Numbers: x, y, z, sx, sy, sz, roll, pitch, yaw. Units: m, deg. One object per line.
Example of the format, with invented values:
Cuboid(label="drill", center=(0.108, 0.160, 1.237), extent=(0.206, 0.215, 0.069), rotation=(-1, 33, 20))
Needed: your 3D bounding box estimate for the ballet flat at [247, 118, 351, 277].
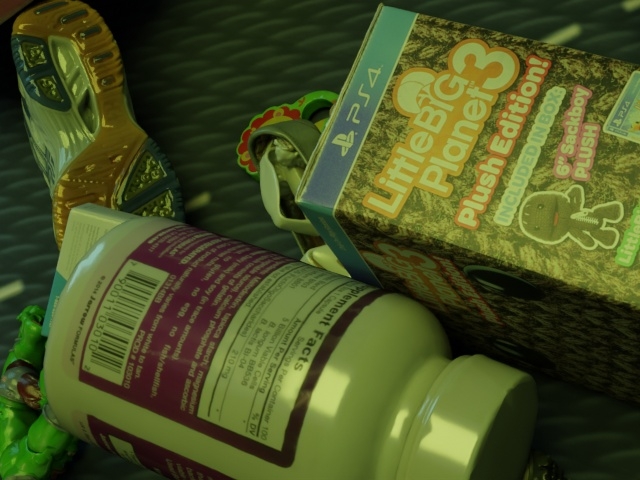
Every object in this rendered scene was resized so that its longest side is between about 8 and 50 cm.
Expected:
Cuboid(label="ballet flat", center=(0.000, 0.000, 1.036), extent=(0.072, 0.068, 0.213), rotation=(-47, 60, 43))

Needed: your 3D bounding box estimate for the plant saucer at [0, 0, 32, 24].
Cuboid(label="plant saucer", center=(-0.281, -0.260, 1.233), extent=(0.332, 0.084, 0.332), rotation=(-33, 15, 10))

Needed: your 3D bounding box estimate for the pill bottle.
Cuboid(label="pill bottle", center=(-0.018, 0.100, 0.886), extent=(0.301, 0.169, 0.169), rotation=(18, 73, 25))

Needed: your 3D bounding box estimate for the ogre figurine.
Cuboid(label="ogre figurine", center=(-0.231, 0.129, 1.073), extent=(0.197, 0.097, 0.118), rotation=(30, 94, 44))

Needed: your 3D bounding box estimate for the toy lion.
Cuboid(label="toy lion", center=(-0.022, -0.089, 1.142), extent=(0.100, 0.034, 0.096), rotation=(-49, 48, -6))

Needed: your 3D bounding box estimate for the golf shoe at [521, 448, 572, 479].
Cuboid(label="golf shoe", center=(0.112, 0.235, 0.885), extent=(0.093, 0.077, 0.198), rotation=(-5, 52, 25))

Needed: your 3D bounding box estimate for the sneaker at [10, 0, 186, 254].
Cuboid(label="sneaker", center=(-0.190, -0.059, 1.168), extent=(0.111, 0.131, 0.297), rotation=(-12, 77, -14))

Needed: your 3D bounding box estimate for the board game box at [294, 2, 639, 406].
Cuboid(label="board game box", center=(0.166, -0.004, 0.850), extent=(0.291, 0.232, 0.141), rotation=(18, 75, 23))

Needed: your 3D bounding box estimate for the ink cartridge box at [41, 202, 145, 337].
Cuboid(label="ink cartridge box", center=(-0.114, 0.044, 1.049), extent=(0.181, 0.061, 0.104), rotation=(15, 96, 3))
